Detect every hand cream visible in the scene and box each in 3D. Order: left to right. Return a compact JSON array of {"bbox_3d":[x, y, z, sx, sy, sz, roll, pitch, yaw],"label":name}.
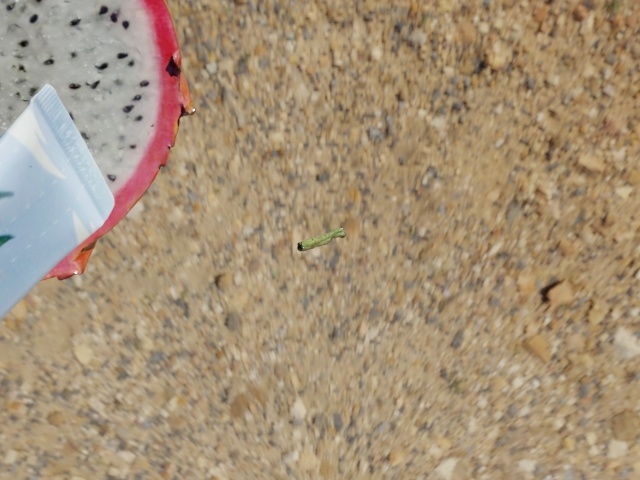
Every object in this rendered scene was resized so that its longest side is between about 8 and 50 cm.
[{"bbox_3d":[-0.205,0.037,0.636,0.058,0.091,0.271,14,52,39],"label":"hand cream"}]

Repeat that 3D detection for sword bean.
[{"bbox_3d":[0.000,0.000,1.107,0.012,0.083,0.012,6,103,26],"label":"sword bean"}]

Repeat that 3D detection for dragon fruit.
[{"bbox_3d":[-0.241,-0.127,0.817,0.305,0.225,0.305,-6,119,-12],"label":"dragon fruit"}]
